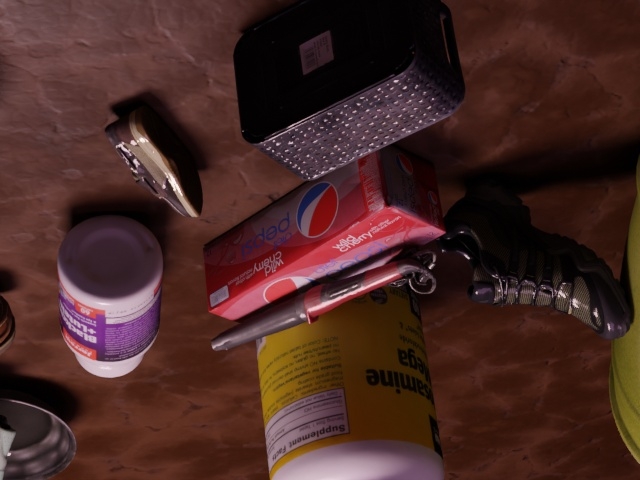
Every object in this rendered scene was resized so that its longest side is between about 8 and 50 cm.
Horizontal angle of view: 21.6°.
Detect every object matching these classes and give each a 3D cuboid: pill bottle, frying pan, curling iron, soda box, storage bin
[{"bbox_3d":[-0.222,0.066,1.765,0.108,0.108,0.193,-2,149,-8],"label":"pill bottle"},{"bbox_3d":[-0.461,0.253,2.069,0.326,0.053,0.197,-11,140,10],"label":"frying pan"},{"bbox_3d":[0.003,0.070,1.726,0.274,0.035,0.068,-23,148,23],"label":"curling iron"},{"bbox_3d":[0.000,0.000,1.727,0.263,0.083,0.092,-31,142,35],"label":"soda box"},{"bbox_3d":[0.022,-0.146,1.447,0.180,0.122,0.084,-24,146,26],"label":"storage bin"},{"bbox_3d":[0.033,0.197,1.817,0.188,0.334,0.188,-6,150,-3],"label":"pill bottle"}]

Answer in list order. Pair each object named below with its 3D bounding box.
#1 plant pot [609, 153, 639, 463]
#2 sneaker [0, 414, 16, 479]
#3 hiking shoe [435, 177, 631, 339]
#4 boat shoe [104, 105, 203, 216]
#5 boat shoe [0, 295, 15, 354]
[{"bbox_3d":[0.450,0.036,1.671,0.366,0.366,0.353,-12,138,9],"label":"plant pot"},{"bbox_3d":[-0.479,0.224,1.961,0.256,0.151,0.094,22,176,6],"label":"sneaker"},{"bbox_3d":[0.207,0.041,1.695,0.114,0.227,0.086,-40,153,-21],"label":"hiking shoe"},{"bbox_3d":[-0.158,-0.073,1.605,0.049,0.056,0.152,-11,140,16],"label":"boat shoe"},{"bbox_3d":[-0.466,0.078,1.730,0.307,0.111,0.104,-3,135,-19],"label":"boat shoe"}]
